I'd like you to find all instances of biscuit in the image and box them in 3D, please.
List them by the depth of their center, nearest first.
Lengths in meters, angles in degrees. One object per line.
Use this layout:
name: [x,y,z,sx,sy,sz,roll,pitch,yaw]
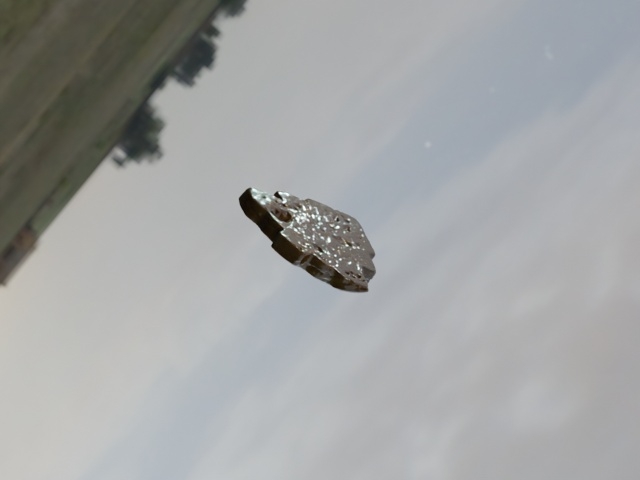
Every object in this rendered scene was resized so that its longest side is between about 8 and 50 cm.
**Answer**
biscuit: [0.000,0.000,1.021,0.019,0.119,0.130,-55,164,21]
